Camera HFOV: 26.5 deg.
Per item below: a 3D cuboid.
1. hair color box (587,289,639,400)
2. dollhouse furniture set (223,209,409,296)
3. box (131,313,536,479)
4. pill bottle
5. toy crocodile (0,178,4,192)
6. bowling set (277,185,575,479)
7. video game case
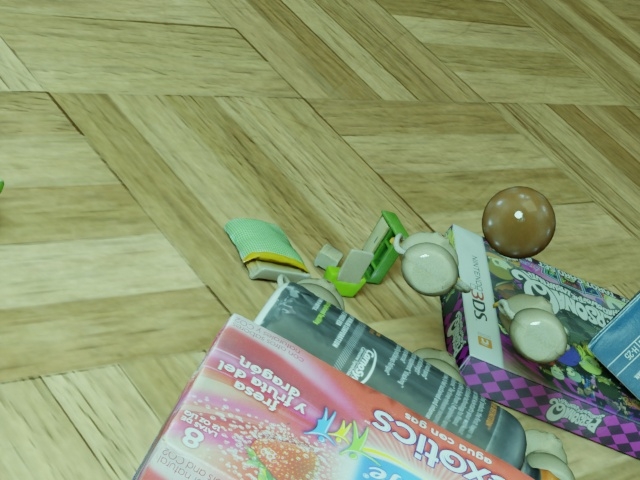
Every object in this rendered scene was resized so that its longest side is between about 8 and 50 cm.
[{"bbox_3d":[0.411,0.161,1.185,0.347,0.105,0.174,46,28,10],"label":"hair color box"},{"bbox_3d":[0.000,0.000,1.174,0.152,0.058,0.076,10,33,-32],"label":"dollhouse furniture set"},{"bbox_3d":[0.029,0.199,0.785,0.300,0.154,0.142,30,29,-2],"label":"box"},{"bbox_3d":[0.048,0.142,0.913,0.246,0.130,0.130,31,28,3],"label":"pill bottle"},{"bbox_3d":[-0.321,-0.009,0.845,0.115,0.105,0.340,37,29,13],"label":"toy crocodile"},{"bbox_3d":[0.124,0.057,1.043,0.287,0.200,0.154,37,5,1],"label":"bowling set"},{"bbox_3d":[0.219,0.094,1.241,0.232,0.042,0.210,23,30,-13],"label":"video game case"}]
